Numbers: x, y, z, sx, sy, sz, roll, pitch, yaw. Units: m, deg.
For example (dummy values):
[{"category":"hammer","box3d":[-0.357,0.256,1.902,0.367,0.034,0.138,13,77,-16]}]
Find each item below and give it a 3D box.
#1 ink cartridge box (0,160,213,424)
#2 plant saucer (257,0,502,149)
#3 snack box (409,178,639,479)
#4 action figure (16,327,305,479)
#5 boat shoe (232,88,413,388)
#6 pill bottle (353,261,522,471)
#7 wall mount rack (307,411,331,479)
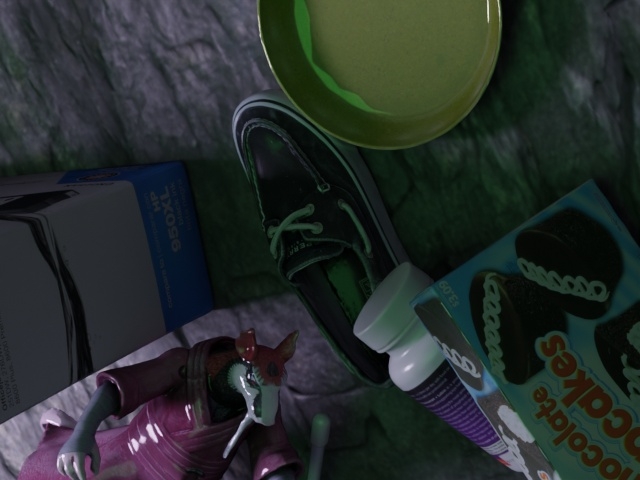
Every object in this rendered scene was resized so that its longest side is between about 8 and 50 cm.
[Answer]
[{"category":"ink cartridge box","box3d":[-0.332,0.053,1.557,0.286,0.395,0.166,-4,103,30]},{"category":"plant saucer","box3d":[0.056,-0.201,1.472,0.241,0.037,0.241,9,108,28]},{"category":"snack box","box3d":[0.240,0.131,1.379,0.322,0.187,0.060,56,157,4]},{"category":"action figure","box3d":[-0.124,0.201,1.599,0.248,0.275,0.370,33,117,-13]},{"category":"boat shoe","box3d":[0.000,0.000,1.525,0.108,0.102,0.301,-29,89,33]},{"category":"pill bottle","box3d":[0.128,0.106,1.445,0.193,0.108,0.108,36,122,-10]},{"category":"wall mount rack","box3d":[0.046,0.349,1.596,0.350,0.130,0.304,24,89,21]}]
